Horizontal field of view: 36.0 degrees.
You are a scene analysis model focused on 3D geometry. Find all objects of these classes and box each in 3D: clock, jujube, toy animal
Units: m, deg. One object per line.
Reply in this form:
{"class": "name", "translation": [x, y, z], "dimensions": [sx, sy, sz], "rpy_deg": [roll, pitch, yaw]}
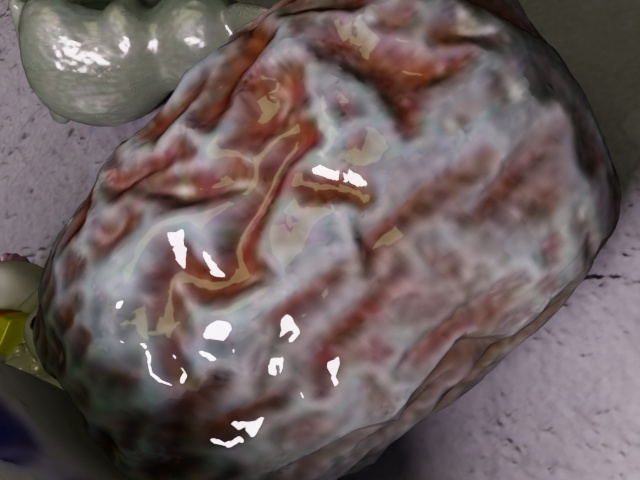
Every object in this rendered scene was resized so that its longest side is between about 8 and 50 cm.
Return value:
{"class": "clock", "translation": [-0.189, 0.085, 0.664], "dimensions": [0.231, 0.103, 0.144], "rpy_deg": [10, 79, 36]}
{"class": "jujube", "translation": [0.000, 0.000, 0.519], "dimensions": [0.317, 0.226, 0.226], "rpy_deg": [-38, 52, 4]}
{"class": "toy animal", "translation": [-0.115, -0.147, 0.760], "dimensions": [0.236, 0.108, 0.138], "rpy_deg": [8, 112, 13]}

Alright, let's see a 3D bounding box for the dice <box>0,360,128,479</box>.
{"class": "dice", "translation": [-0.182, 0.247, 0.442], "dimensions": [0.304, 0.304, 0.277], "rpy_deg": [-48, 52, 1]}
